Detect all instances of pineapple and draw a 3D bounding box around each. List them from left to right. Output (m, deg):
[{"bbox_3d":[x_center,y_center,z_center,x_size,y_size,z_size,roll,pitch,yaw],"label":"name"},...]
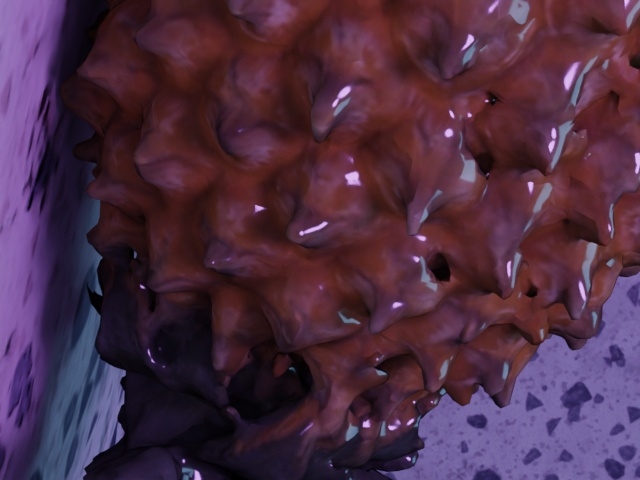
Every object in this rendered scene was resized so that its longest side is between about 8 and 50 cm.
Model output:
[{"bbox_3d":[0.002,0.001,0.485,0.223,0.222,0.357,-71,-174,-72],"label":"pineapple"}]
